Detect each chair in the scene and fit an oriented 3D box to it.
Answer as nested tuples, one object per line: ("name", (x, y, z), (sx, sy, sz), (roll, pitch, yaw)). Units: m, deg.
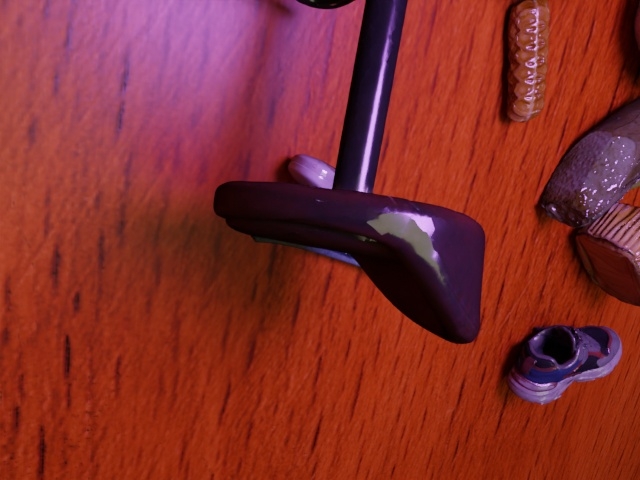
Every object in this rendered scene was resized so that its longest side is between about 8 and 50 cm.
("chair", (0.045, -0.129, 0.410), (0.226, 0.226, 0.401), (9, 89, -33))

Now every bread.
("bread", (0.518, 0.021, 0.853), (0.114, 0.132, 0.190), (-44, 127, -10))
("bread", (0.271, -0.234, 0.667), (0.052, 0.044, 0.157), (-13, 112, -20))

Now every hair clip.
("hair clip", (0.000, 0.000, 0.586), (0.229, 0.070, 0.039), (18, 97, -42))

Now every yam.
("yam", (0.451, -0.129, 0.779), (0.259, 0.106, 0.106), (-37, 122, -18))

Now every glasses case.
("glasses case", (0.031, -0.046, 0.576), (0.164, 0.063, 0.041), (31, 92, -34))

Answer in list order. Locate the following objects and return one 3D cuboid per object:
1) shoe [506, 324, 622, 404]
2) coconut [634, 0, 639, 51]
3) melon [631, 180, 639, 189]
("shoe", (0.415, 0.179, 0.865), (0.227, 0.099, 0.126), (-22, 120, -19))
("coconut", (0.591, -0.342, 0.722), (0.259, 0.259, 0.259), (-11, 112, -28))
("melon", (0.552, -0.125, 0.888), (0.261, 0.053, 0.114), (-23, 135, -19))
